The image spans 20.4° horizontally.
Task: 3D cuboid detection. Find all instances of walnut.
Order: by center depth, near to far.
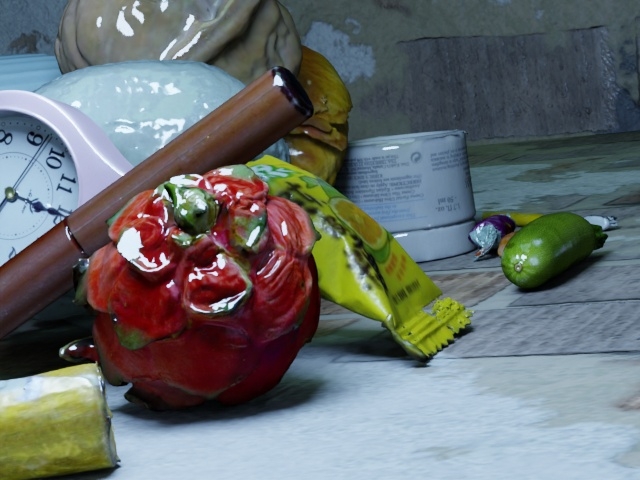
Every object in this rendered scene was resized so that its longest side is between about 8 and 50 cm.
[{"bbox_3d":[-0.160,-0.209,1.966,0.227,0.273,0.273,13,18,38],"label":"walnut"}]

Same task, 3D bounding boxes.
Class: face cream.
[{"bbox_3d":[0.103,-0.056,2.216,0.177,0.153,0.177,-6,7,1],"label":"face cream"}]

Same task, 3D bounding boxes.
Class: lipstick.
[{"bbox_3d":[-0.161,-0.028,1.520,0.357,0.057,0.057,-35,3,9],"label":"lipstick"}]

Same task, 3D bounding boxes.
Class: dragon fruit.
[{"bbox_3d":[-0.098,0.048,1.459,0.193,0.192,0.274,28,-31,8],"label":"dragon fruit"}]

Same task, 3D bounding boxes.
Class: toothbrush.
[{"bbox_3d":[0.288,-0.027,2.332,0.024,0.021,0.288,1,2,-32],"label":"toothbrush"}]

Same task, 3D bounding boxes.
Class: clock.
[{"bbox_3d":[-0.276,0.012,1.618,0.275,0.290,0.080,25,2,14],"label":"clock"}]

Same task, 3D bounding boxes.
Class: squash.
[{"bbox_3d":[0.248,0.005,1.917,0.066,0.066,0.252,-4,6,24],"label":"squash"}]

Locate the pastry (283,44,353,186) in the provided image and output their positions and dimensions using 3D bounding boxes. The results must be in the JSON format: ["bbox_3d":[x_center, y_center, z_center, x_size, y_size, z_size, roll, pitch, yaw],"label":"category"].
[{"bbox_3d":[-0.098,-0.089,2.189,0.164,0.356,0.356,30,-10,-24],"label":"pastry"}]

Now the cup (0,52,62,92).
[{"bbox_3d":[-0.407,-0.045,2.000,0.257,0.331,0.311,7,14,35],"label":"cup"}]

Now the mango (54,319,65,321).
[{"bbox_3d":[-0.279,0.061,2.030,0.114,0.060,0.080,-10,23,-39],"label":"mango"}]

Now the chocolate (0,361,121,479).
[{"bbox_3d":[-0.256,0.145,1.273,0.219,0.085,0.085,-12,7,-5],"label":"chocolate"}]

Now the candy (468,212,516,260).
[{"bbox_3d":[0.209,-0.007,2.170,0.043,0.045,0.175,29,14,10],"label":"candy"}]

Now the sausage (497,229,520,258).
[{"bbox_3d":[0.252,0.003,2.030,0.131,0.041,0.039,-14,31,-43],"label":"sausage"}]

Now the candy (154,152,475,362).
[{"bbox_3d":[0.000,0.000,1.607,0.081,0.297,0.187,-53,-10,21],"label":"candy"}]

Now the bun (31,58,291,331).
[{"bbox_3d":[-0.192,-0.023,1.807,0.354,0.194,0.354,-10,-36,-7],"label":"bun"}]
